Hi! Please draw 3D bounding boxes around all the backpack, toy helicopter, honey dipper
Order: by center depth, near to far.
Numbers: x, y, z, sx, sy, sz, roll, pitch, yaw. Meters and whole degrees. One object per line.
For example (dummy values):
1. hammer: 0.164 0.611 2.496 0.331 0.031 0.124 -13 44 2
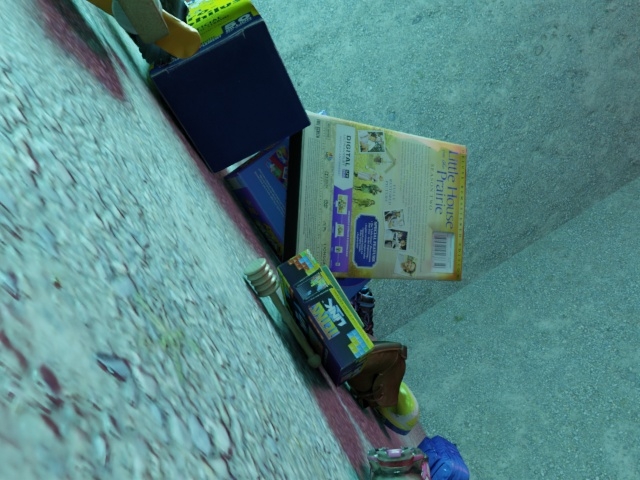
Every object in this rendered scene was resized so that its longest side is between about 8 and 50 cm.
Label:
1. honey dipper: -0.041 0.094 0.614 0.161 0.030 0.030 62 -1 -23
2. toy helicopter: -0.268 -0.365 0.621 0.355 0.140 0.235 56 -3 28
3. backpack: 0.267 0.514 1.142 0.101 0.098 0.120 27 10 -17

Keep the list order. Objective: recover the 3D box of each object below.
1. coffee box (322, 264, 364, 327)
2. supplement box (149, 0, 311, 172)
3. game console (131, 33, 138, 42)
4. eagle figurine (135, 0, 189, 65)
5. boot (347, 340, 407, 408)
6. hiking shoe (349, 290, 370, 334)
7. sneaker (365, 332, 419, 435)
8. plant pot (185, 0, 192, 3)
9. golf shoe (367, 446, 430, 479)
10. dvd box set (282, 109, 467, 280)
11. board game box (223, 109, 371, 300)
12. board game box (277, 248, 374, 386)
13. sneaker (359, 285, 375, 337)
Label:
1. coffee box: 0.008 0.112 0.830 0.113 0.040 0.184 58 -15 8
2. supplement box: -0.177 -0.318 0.936 0.195 0.194 0.357 62 2 -38
3. game console: -0.400 -0.511 1.022 0.342 0.060 0.386 58 1 18
4. eagle figurine: -0.230 -0.426 0.775 0.298 0.226 0.225 51 32 -7
5. boot: 0.087 0.228 0.857 0.305 0.112 0.115 33 57 -62
6. hiking shoe: 0.060 0.144 1.237 0.304 0.132 0.113 58 0 15
7. sneaker: 0.122 0.312 1.078 0.240 0.091 0.126 -122 -162 -46
8. plant pot: -0.325 -0.563 1.368 0.267 0.235 0.267 58 0 7
9. golf shoe: 0.085 0.271 0.549 0.186 0.067 0.086 58 27 -63
10. dvd box set: 0.126 -0.073 1.039 0.062 0.420 0.308 0 -93 59
11. board game box: -0.002 -0.053 1.045 0.078 0.233 0.347 1 -52 59
12. board game box: 0.003 0.107 0.649 0.141 0.048 0.170 56 -13 20
13. sneaker: 0.106 0.210 1.420 0.341 0.139 0.125 59 -2 -36
